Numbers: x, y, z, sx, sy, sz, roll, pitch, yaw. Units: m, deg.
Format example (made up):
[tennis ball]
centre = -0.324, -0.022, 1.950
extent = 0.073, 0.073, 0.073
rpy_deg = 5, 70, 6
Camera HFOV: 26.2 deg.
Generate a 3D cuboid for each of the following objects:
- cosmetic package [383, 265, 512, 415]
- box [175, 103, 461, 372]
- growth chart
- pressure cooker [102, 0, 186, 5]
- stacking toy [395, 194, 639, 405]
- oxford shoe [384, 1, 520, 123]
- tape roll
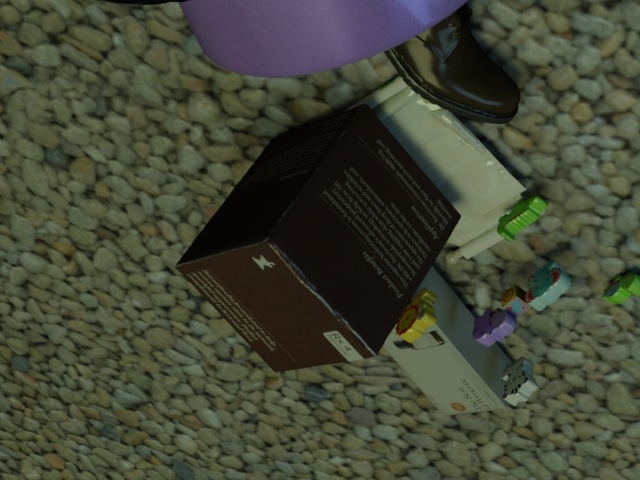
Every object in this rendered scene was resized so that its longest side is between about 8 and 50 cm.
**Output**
[cosmetic package]
centre = 0.121, 0.105, 1.574
extent = 0.099, 0.060, 0.239
rpy_deg = -13, 128, 44
[box]
centre = 0.000, 0.000, 1.397
extent = 0.168, 0.203, 0.167
rpy_deg = 49, 146, -20
[growth chart]
centre = 0.118, -0.072, 1.426
extent = 0.172, 0.021, 0.237
rpy_deg = -22, 121, 41
[pressure cooker]
centre = -0.229, -0.374, 0.997
extent = 0.420, 0.370, 0.375
rpy_deg = 15, 140, 38
[stacking toy]
centre = 0.212, 0.069, 1.456
extent = 0.167, 0.052, 0.221
rpy_deg = 33, 122, -21
[oxford shoe]
centre = 0.108, -0.193, 1.261
extent = 0.227, 0.082, 0.096
rpy_deg = 38, 133, -16
[tape roll]
centre = 0.010, -0.248, 1.100
extent = 0.275, 0.274, 0.090
rpy_deg = -3, 133, 29
